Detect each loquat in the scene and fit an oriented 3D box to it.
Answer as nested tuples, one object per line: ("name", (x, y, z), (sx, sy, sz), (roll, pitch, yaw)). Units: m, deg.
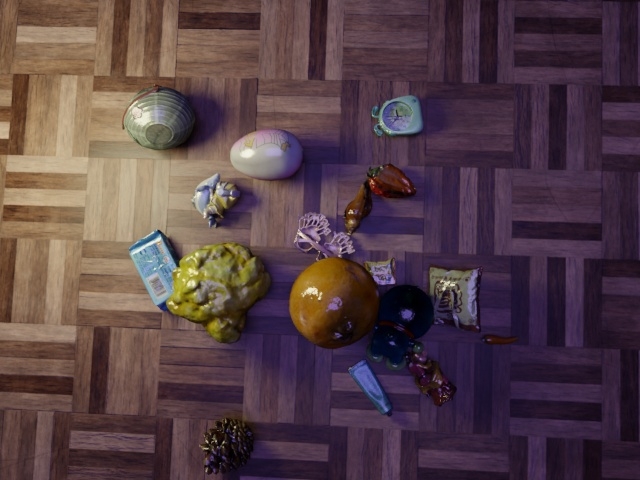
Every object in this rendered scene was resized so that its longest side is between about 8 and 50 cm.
("loquat", (0.051, 0.218, 1.595), (0.328, 0.328, 0.328), (0, 87, 2))

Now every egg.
("egg", (-0.199, -0.320, 1.702), (0.271, 0.196, 0.196), (12, 87, 5))

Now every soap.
("soap", (-0.607, 0.118, 1.750), (0.156, 0.077, 0.293), (-27, 87, 0))

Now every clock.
("clock", (0.293, -0.470, 1.756), (0.188, 0.060, 0.148), (-6, 87, 2))

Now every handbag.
("handbag", (0.488, 0.204, 1.670), (0.213, 0.127, 0.235), (2, 92, 41))

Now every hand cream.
("hand cream", (0.195, 0.558, 1.714), (0.083, 0.048, 0.224), (-34, 80, 0))

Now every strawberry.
("strawberry", (0.256, -0.215, 1.729), (0.192, 0.085, 0.140), (-3, 66, -22))

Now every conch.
("conch", (0.150, -0.126, 1.732), (0.086, 0.080, 0.233), (35, 88, -4))

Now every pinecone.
("pinecone", (-0.346, 0.742, 1.658), (0.204, 0.179, 0.184), (-19, 70, 12))

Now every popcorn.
("popcorn", (-0.350, 0.167, 1.634), (0.292, 0.293, 0.334), (30, 86, 34))

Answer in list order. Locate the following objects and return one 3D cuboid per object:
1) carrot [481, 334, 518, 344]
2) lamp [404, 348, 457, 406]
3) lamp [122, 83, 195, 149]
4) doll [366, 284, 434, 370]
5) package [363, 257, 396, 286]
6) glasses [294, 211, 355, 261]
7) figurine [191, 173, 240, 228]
("carrot", (0.668, 0.371, 1.707), (0.142, 0.035, 0.035), (2, 87, -5))
("lamp", (0.385, 0.481, 1.676), (0.118, 0.118, 0.253), (-41, 80, 0))
("lamp", (-0.604, -0.457, 1.715), (0.265, 0.233, 0.233), (-34, 86, 15))
("doll", (0.288, 0.286, 1.617), (0.198, 0.186, 0.322), (17, 54, 16))
("package", (0.229, 0.125, 1.739), (0.120, 0.031, 0.108), (-8, 86, 7))
("glasses", (0.004, -0.005, 1.726), (0.255, 0.095, 0.162), (38, 84, 1))
("figurine", (-0.396, -0.149, 1.738), (0.183, 0.128, 0.208), (2, 95, 0))
